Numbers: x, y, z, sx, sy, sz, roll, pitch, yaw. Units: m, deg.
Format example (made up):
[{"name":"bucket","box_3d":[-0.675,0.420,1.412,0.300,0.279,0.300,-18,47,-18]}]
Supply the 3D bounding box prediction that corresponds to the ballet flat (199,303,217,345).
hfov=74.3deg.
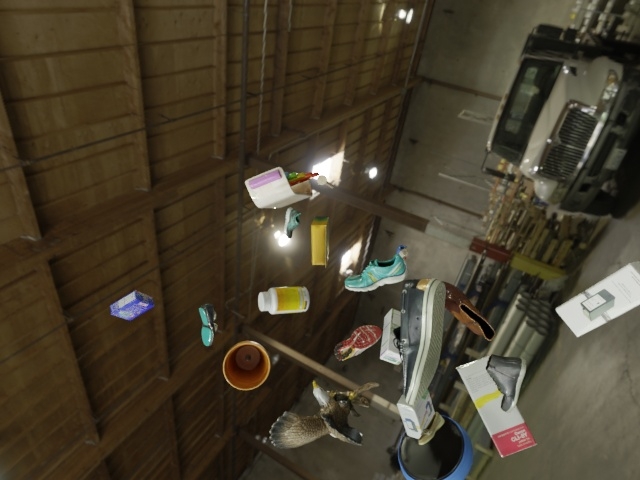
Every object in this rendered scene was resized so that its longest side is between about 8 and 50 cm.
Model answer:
[{"name":"ballet flat","box_3d":[-0.483,0.366,1.851,0.074,0.074,0.203,-36,-49,-55]}]

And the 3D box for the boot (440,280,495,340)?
[{"name":"boot","box_3d":[0.496,0.244,1.507,0.096,0.264,0.280,-41,-17,10]}]

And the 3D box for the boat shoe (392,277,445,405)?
[{"name":"boat shoe","box_3d":[0.364,0.379,1.613,0.186,0.155,0.501,-10,-73,-52]}]

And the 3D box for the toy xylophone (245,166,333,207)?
[{"name":"toy xylophone","box_3d":[-0.085,-0.165,1.284,0.322,0.236,0.081,-26,-83,-85]}]

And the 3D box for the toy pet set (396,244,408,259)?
[{"name":"toy pet set","box_3d":[0.454,0.081,2.449,0.122,0.065,0.114,-26,-21,-26]}]

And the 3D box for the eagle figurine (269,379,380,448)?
[{"name":"eagle figurine","box_3d":[0.020,0.516,1.215,0.227,0.225,0.298,-63,-15,20]}]

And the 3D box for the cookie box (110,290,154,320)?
[{"name":"cookie box","box_3d":[-0.646,0.224,1.451,0.107,0.040,0.092,-29,-30,6]}]

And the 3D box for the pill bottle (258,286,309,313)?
[{"name":"pill bottle","box_3d":[-0.165,0.269,1.897,0.214,0.117,0.117,0,-61,-25]}]

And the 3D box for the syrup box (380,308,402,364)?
[{"name":"syrup box","box_3d":[0.349,0.450,1.986,0.096,0.093,0.237,116,172,-47]}]

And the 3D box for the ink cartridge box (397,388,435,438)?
[{"name":"ink cartridge box","box_3d":[0.450,0.792,1.969,0.154,0.093,0.213,-43,-56,-41]}]

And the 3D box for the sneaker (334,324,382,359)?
[{"name":"sneaker","box_3d":[0.161,0.415,1.741,0.225,0.088,0.092,-36,-25,26]}]

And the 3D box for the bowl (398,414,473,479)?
[{"name":"bowl","box_3d":[0.576,1.076,2.161,0.077,0.391,0.391,55,-128,-25]}]

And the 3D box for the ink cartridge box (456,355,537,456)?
[{"name":"ink cartridge box","box_3d":[0.783,0.730,1.900,0.160,0.385,0.279,-28,-25,11]}]

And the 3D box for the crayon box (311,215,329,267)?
[{"name":"crayon box","box_3d":[0.000,0.000,2.113,0.318,0.081,0.203,-77,-13,-79]}]

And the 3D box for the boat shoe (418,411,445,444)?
[{"name":"boat shoe","box_3d":[0.444,0.767,1.721,0.153,0.048,0.056,-34,-10,-25]}]

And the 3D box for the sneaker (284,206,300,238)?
[{"name":"sneaker","box_3d":[-0.142,-0.084,2.178,0.065,0.076,0.167,-40,-40,-61]}]

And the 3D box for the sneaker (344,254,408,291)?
[{"name":"sneaker","box_3d":[0.224,0.130,1.757,0.107,0.275,0.110,-79,-34,-62]}]

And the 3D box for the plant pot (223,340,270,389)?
[{"name":"plant pot","box_3d":[-0.335,0.553,1.931,0.205,0.205,0.188,-64,7,-6]}]

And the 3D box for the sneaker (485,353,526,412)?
[{"name":"sneaker","box_3d":[0.631,0.493,1.478,0.083,0.118,0.222,-43,-40,-63]}]

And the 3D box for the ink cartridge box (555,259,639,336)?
[{"name":"ink cartridge box","box_3d":[0.948,0.187,1.376,0.198,0.115,0.273,-4,-35,-40]}]
